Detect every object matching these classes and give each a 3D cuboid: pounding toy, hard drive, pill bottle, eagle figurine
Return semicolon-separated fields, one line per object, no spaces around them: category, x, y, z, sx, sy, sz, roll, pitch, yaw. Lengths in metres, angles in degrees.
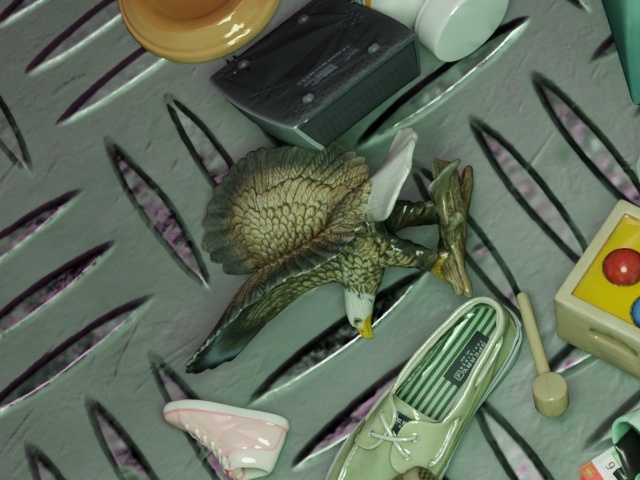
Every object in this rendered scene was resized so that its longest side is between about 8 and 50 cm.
pounding toy;0.265;0.069;1.635;0.181;0.094;0.206;28;68;23
hard drive;-0.004;-0.171;1.771;0.172;0.054;0.255;-38;26;-9
pill bottle;0.081;-0.303;1.824;0.136;0.136;0.245;-42;65;-1
eagle figurine;0.001;0.011;1.710;0.298;0.226;0.225;-4;90;10

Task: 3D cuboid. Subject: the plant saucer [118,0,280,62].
plant saucer;-0.138;-0.297;1.944;0.200;0.037;0.200;-6;68;15

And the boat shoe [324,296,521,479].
boat shoe;0.086;0.177;1.670;0.109;0.094;0.302;30;81;24

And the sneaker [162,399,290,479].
sneaker;-0.102;0.204;1.741;0.134;0.051;0.070;8;68;15

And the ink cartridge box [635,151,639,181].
ink cartridge box;0.451;-0.055;1.535;0.270;0.197;0.198;-7;61;-9

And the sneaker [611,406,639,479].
sneaker;0.365;0.238;1.534;0.151;0.094;0.256;-18;52;-27

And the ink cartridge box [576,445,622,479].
ink cartridge box;0.278;0.233;1.628;0.115;0.029;0.063;-33;65;2

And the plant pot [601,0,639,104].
plant pot;0.350;-0.272;1.679;0.166;0.234;0.165;-17;67;11

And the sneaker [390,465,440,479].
sneaker;0.120;0.301;1.618;0.071;0.066;0.188;-35;89;22
